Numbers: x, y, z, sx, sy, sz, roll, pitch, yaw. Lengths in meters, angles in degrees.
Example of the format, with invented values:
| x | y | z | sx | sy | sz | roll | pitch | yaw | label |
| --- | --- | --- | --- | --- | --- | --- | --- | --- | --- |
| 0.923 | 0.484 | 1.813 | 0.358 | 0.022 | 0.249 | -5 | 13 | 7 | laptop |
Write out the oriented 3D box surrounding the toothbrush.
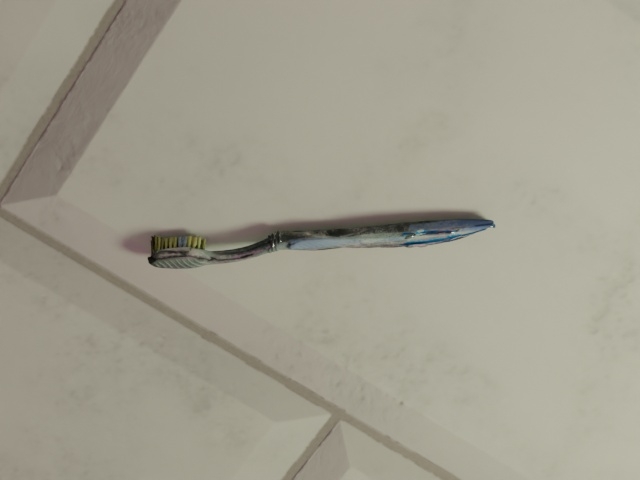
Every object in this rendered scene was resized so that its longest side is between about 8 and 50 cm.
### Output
| x | y | z | sx | sy | sz | roll | pitch | yaw | label |
| --- | --- | --- | --- | --- | --- | --- | --- | --- | --- |
| 0.000 | 0.000 | 1.745 | 0.413 | 0.042 | 0.035 | -4 | 151 | 4 | toothbrush |
